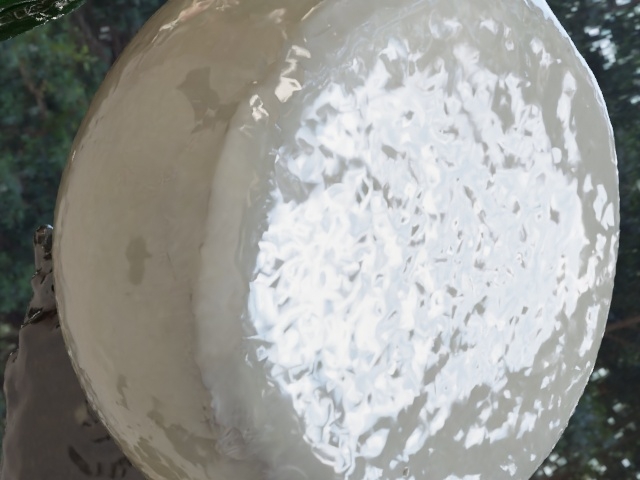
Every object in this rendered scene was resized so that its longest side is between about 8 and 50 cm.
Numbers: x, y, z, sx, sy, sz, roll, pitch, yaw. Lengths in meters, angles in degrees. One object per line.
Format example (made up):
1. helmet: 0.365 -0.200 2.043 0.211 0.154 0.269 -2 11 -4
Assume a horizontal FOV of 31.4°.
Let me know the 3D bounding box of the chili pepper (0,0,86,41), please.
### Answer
1. chili pepper: -0.295 -0.246 0.829 0.233 0.257 0.248 69 13 18

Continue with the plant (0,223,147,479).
1. plant: -0.094 0.108 0.737 0.199 0.188 0.276 15 -89 31

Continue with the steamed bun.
1. steamed bun: 0.000 0.000 0.534 0.177 0.283 0.283 10 -64 46
